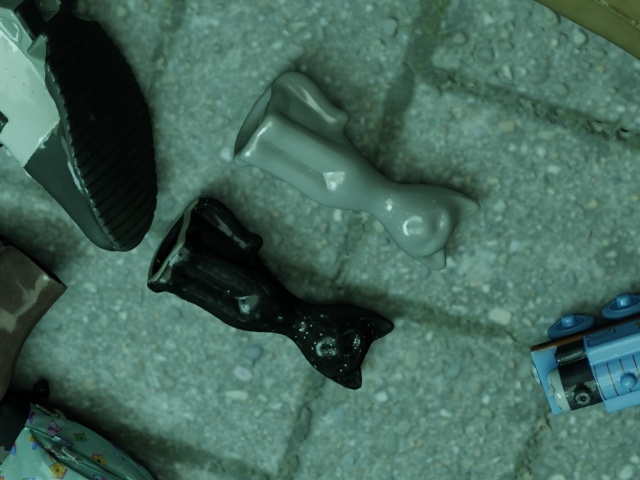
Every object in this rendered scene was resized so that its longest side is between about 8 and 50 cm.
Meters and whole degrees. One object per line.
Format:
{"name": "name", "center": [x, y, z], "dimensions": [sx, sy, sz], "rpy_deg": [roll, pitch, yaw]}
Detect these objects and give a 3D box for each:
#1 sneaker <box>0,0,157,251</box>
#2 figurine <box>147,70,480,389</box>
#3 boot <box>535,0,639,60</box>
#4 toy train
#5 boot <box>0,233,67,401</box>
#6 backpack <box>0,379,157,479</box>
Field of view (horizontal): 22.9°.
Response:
{"name": "sneaker", "center": [-0.249, -0.132, 1.271], "dimensions": [0.146, 0.122, 0.330], "rpy_deg": [-16, 108, 29]}
{"name": "figurine", "center": [0.000, 0.000, 1.305], "dimensions": [0.209, 0.092, 0.215], "rpy_deg": [31, 108, -14]}
{"name": "boot", "center": [0.244, -0.206, 1.154], "dimensions": [0.269, 0.089, 0.236], "rpy_deg": [33, 148, -7]}
{"name": "toy train", "center": [0.262, 0.091, 1.293], "dimensions": [0.184, 0.105, 0.080], "rpy_deg": [-18, 106, 10]}
{"name": "boot", "center": [-0.356, 0.063, 1.357], "dimensions": [0.248, 0.090, 0.207], "rpy_deg": [30, 86, 21]}
{"name": "backpack", "center": [-0.229, 0.230, 1.380], "dimensions": [0.182, 0.115, 0.152], "rpy_deg": [29, 106, -8]}
